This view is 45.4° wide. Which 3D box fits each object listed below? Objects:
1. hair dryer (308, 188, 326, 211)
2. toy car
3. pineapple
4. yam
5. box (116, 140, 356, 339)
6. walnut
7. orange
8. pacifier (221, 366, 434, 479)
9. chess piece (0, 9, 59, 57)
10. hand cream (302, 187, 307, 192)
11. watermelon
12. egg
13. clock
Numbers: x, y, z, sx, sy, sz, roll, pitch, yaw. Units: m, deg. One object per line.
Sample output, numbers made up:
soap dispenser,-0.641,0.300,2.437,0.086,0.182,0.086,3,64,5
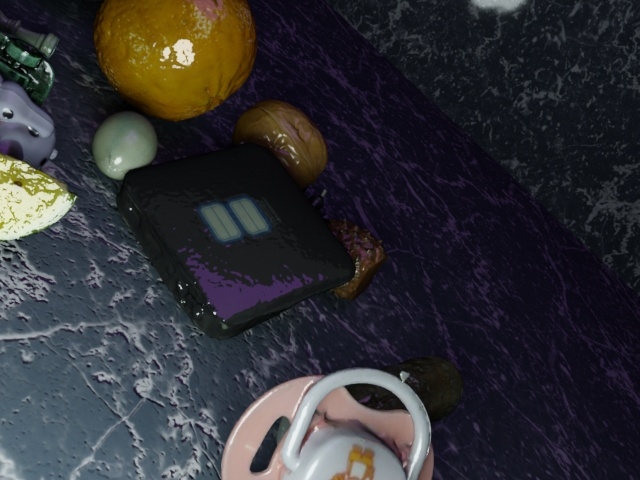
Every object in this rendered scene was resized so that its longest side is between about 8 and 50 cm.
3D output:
hair dryer,-0.065,-0.035,1.529,0.124,0.071,0.219,46,69,0
toy car,-0.587,-0.317,1.247,0.306,0.136,0.125,32,15,-21
pineapple,0.000,0.000,1.632,0.278,0.158,0.158,37,24,15
yam,0.130,0.294,1.387,0.330,0.133,0.133,-5,54,-52
box,-0.146,-0.015,1.375,0.350,0.091,0.359,-21,67,-41
walnut,-0.092,-0.211,1.734,0.225,0.193,0.193,41,26,-5
orange,-0.287,-0.401,1.577,0.293,0.340,0.340,60,28,5
pacifier,0.011,0.312,1.089,0.332,0.273,0.220,28,55,-25
chess piece,-0.581,-0.403,1.468,0.149,0.059,0.059,29,29,-18
hand cream,-0.097,-0.174,1.846,0.163,0.039,0.062,35,29,-5
watermelon,-0.489,-0.082,1.039,0.301,0.129,0.123,24,31,-24
egg,-0.353,-0.170,1.379,0.114,0.114,0.152,35,31,-18
clock,-0.510,-0.186,1.154,0.254,0.189,0.189,43,21,-38
